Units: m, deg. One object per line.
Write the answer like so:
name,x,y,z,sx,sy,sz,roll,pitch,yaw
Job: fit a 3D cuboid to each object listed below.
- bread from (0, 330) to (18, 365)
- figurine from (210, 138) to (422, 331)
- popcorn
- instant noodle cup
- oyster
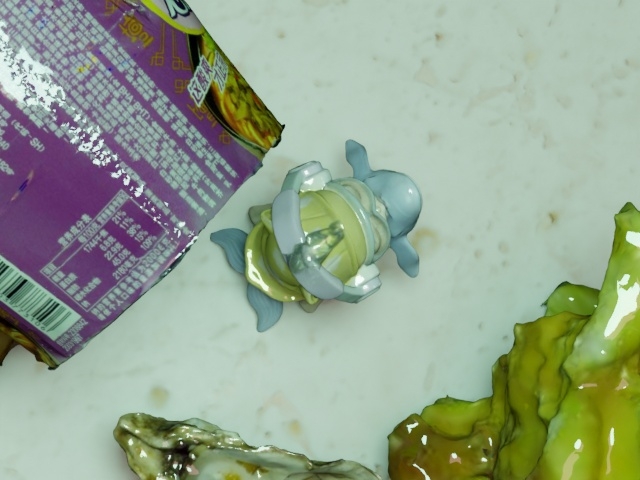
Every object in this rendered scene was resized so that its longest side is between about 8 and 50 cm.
bread,-0.307,0.052,1.352,0.140,0.169,0.160,36,120,-4
figurine,0.000,0.000,1.357,0.208,0.184,0.128,-29,88,31
popcorn,0.249,0.155,1.335,0.290,0.325,0.321,34,112,-15
instant noodle cup,-0.199,-0.088,1.203,0.266,0.340,0.340,43,79,-9
oyster,-0.027,0.245,1.354,0.341,0.110,0.166,27,86,-9
